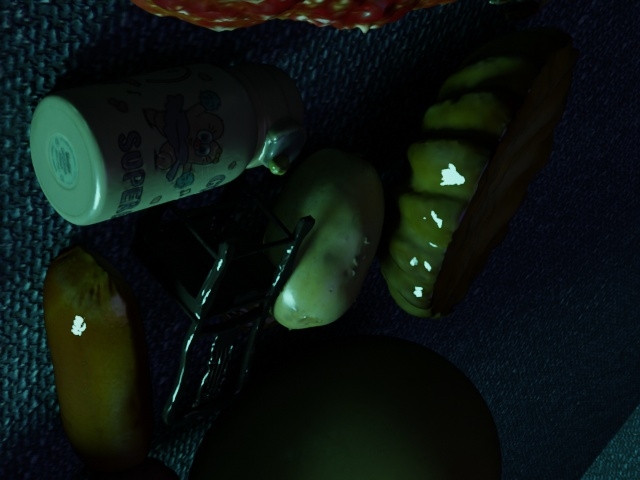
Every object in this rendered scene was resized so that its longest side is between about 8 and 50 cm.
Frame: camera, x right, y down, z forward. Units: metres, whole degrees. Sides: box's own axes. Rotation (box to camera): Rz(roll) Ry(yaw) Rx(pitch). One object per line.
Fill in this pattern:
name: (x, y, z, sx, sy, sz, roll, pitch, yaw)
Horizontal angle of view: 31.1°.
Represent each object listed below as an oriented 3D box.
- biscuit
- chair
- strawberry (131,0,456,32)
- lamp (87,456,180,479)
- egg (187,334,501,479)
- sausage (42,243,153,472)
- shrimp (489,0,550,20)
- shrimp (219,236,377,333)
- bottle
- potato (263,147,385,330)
biscuit: (0.152, -0.070, 1.168, 0.325, 0.107, 0.325, -56, 165, -23)
chair: (-0.104, 0.046, 1.024, 0.106, 0.113, 0.229, -15, 141, -43)
strawberry: (-0.002, -0.229, 0.630, 0.277, 0.257, 0.257, 17, 121, -15)
lamp: (-0.195, 0.271, 1.208, 0.092, 0.108, 0.107, -76, -176, -51)
egg: (0.029, 0.265, 1.287, 0.374, 0.301, 0.301, -29, 147, -30)
sausage: (-0.195, 0.117, 1.021, 0.083, 0.089, 0.300, -24, 145, -21)
shrimp: (0.206, -0.254, 1.139, 0.162, 0.045, 0.095, -32, 170, -33)
shrimp: (0.008, 0.010, 1.179, 0.262, 0.066, 0.117, -36, 150, -22)
bottle: (-0.101, -0.079, 0.866, 0.209, 0.110, 0.097, -20, 143, -39)
potato: (0.000, 0.000, 1.078, 0.109, 0.118, 0.178, 17, 86, -24)
